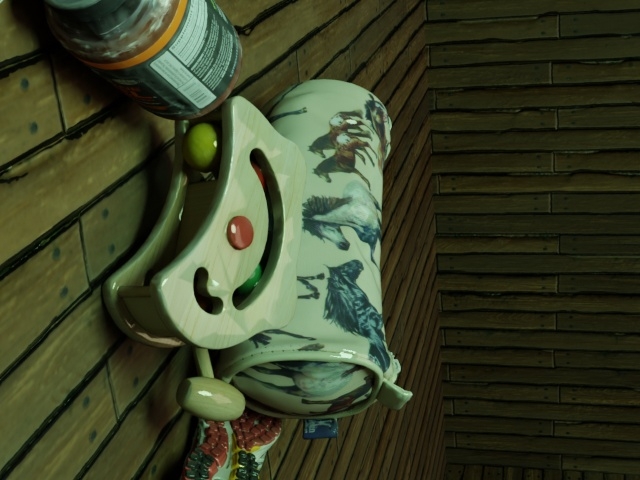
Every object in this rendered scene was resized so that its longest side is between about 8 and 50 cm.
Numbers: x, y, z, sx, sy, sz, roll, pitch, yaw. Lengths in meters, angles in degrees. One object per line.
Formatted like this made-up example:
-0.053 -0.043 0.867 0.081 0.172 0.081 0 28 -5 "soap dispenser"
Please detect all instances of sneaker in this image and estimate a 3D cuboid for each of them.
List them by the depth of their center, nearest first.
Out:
-0.102 0.224 0.934 0.225 0.088 0.093 -61 175 -70 "sneaker"

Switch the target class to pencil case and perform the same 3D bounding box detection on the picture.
0.000 0.000 1.028 0.160 0.183 0.410 126 -24 -47 "pencil case"

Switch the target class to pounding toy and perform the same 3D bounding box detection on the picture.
-0.121 0.018 0.820 0.154 0.154 0.270 15 76 -47 "pounding toy"

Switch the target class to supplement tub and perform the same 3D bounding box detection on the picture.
-0.136 -0.166 0.707 0.198 0.106 0.106 37 54 -72 "supplement tub"

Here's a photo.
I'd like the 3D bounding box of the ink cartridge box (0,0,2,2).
-0.227 -0.128 0.320 0.283 0.117 0.207 -75 159 -46 "ink cartridge box"
